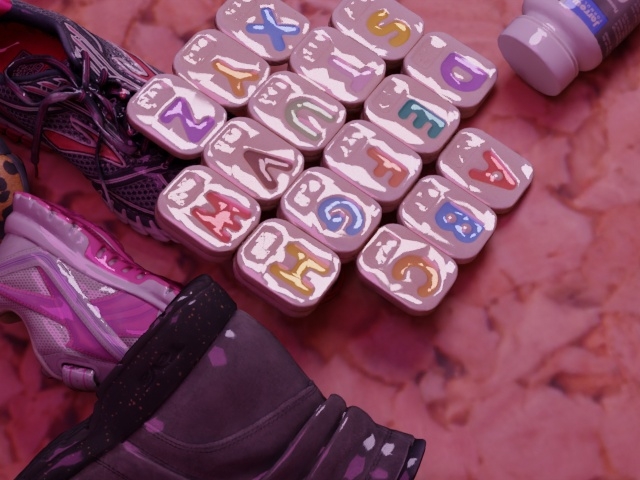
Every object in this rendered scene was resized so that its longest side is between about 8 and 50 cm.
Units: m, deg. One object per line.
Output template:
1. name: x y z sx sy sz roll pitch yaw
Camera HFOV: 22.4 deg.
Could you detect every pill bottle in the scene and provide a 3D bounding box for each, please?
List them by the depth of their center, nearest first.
1. pill bottle: 0.206 -0.181 1.253 0.078 0.078 0.137 40 78 23

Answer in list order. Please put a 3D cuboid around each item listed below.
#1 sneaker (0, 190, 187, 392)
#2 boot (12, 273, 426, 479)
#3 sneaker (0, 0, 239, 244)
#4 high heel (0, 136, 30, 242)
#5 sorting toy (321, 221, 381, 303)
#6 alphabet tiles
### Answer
1. sneaker: -0.147 0.070 1.199 0.252 0.103 0.111 33 92 17
2. boot: -0.103 0.210 1.105 0.223 0.118 0.338 41 107 -4
3. sneaker: -0.167 -0.095 1.263 0.299 0.112 0.121 25 72 18
4. high heel: -0.364 -0.030 1.299 0.261 0.093 0.186 -29 93 18
5. sorting toy: 0.000 0.000 1.230 0.042 0.061 0.102 -8 46 54
6. alphabet tiles: 0.009 -0.076 1.219 0.278 0.021 0.284 35 59 9
